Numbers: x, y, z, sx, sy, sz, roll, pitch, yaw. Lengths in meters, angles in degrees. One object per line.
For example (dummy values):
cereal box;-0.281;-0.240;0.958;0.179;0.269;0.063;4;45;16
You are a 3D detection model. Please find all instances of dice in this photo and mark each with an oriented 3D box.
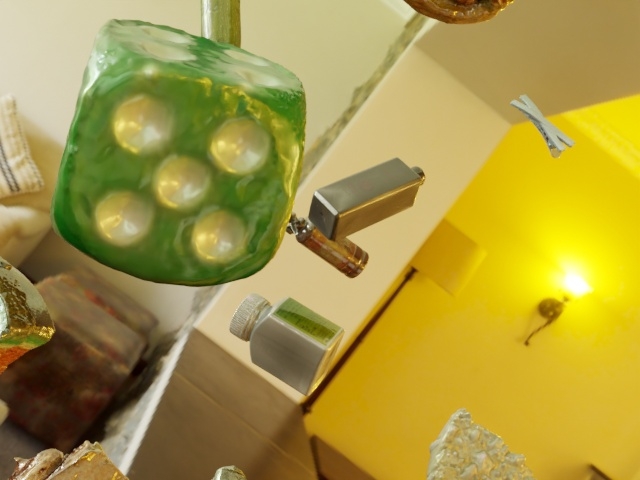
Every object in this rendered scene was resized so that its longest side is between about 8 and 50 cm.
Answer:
dice;-0.193;-0.126;1.017;0.300;0.287;0.297;13;21;-17

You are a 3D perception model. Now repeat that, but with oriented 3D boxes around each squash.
squash;-0.162;-0.378;1.185;0.069;0.239;0.069;-2;-12;0

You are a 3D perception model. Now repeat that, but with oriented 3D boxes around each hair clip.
hair clip;0.330;-0.171;1.099;0.115;0.030;0.039;56;-23;21

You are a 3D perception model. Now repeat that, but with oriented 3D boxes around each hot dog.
hot dog;0.167;-0.422;1.054;0.259;0.114;0.175;53;-32;7

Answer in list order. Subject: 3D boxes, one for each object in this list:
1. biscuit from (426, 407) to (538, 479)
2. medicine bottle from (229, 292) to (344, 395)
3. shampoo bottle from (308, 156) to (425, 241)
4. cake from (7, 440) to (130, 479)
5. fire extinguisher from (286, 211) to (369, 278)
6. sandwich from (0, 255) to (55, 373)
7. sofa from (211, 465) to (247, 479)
biscuit;0.259;0.412;1.122;0.281;0.179;0.084;49;-14;8
medicine bottle;-0.067;0.179;1.340;0.188;0.132;0.088;30;33;13
shampoo bottle;0.097;-0.084;1.361;0.080;0.246;0.079;47;-36;28
cake;-0.456;0.499;1.390;0.293;0.198;0.196;51;-22;-1
fire extinguisher;0.003;-0.007;1.624;0.252;0.075;0.106;36;-9;-25
sandwich;-0.488;0.102;1.002;0.292;0.212;0.109;10;-13;28
sofa;-0.276;0.613;1.583;0.176;0.225;0.210;20;-38;-10
